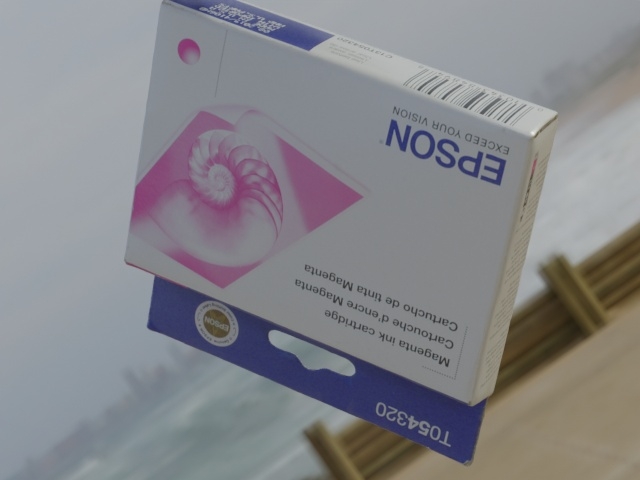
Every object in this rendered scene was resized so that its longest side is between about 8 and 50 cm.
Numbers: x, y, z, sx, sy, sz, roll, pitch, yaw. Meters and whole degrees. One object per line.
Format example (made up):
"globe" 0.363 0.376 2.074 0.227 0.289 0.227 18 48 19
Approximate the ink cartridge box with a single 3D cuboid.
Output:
"ink cartridge box" 0.000 0.000 1.467 0.071 0.324 0.330 -37 -37 -56
